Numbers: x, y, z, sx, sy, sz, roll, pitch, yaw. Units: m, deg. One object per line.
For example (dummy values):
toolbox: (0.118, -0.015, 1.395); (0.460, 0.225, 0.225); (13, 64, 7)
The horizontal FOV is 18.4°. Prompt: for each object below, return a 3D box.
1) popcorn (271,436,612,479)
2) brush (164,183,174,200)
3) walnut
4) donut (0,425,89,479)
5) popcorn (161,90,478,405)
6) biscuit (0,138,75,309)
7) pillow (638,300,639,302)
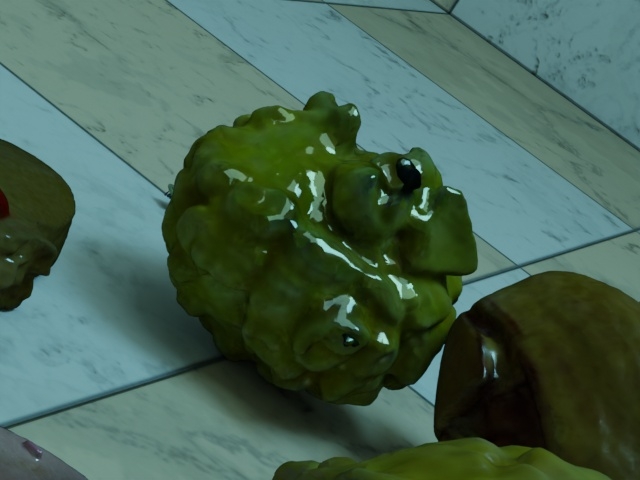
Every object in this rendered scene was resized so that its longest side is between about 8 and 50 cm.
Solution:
popcorn: (0.024, 0.182, 0.731); (0.225, 0.265, 0.332); (63, -22, -13)
brush: (-0.090, -0.021, 1.547); (0.084, 0.013, 0.016); (29, 20, -40)
walnut: (0.175, 0.136, 1.271); (0.203, 0.203, 0.298); (22, 24, -34)
donut: (-0.163, 0.134, 0.880); (0.117, 0.065, 0.166); (33, 15, -7)
popcorn: (0.001, 0.002, 1.327); (0.218, 0.189, 0.169); (47, -24, -7)
biscuit: (-0.335, -0.096, 1.197); (0.394, 0.076, 0.368); (40, 19, 23)
pillow: (0.337, 0.179, 1.565); (0.283, 0.138, 0.310); (42, 18, -2)
